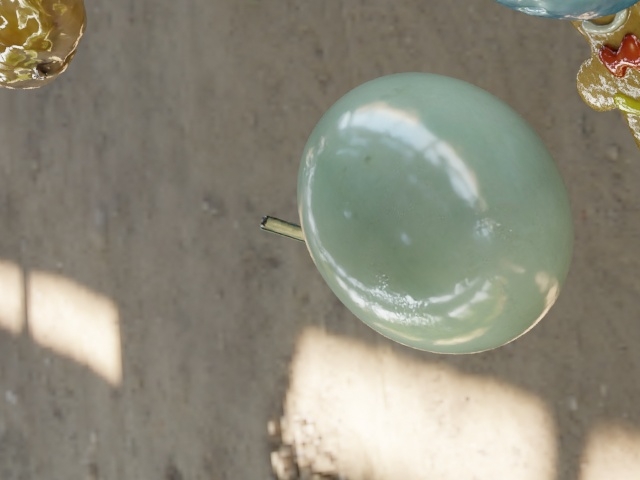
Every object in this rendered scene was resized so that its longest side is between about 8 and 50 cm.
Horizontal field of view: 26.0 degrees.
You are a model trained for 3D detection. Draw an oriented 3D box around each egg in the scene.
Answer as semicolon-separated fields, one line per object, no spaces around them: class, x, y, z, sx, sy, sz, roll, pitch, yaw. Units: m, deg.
egg;0.119;-0.033;1.486;0.389;0.276;0.276;-123;41;-53

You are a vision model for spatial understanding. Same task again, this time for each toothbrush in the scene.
toothbrush;0.005;0.001;1.901;0.028;0.294;0.026;12;87;31

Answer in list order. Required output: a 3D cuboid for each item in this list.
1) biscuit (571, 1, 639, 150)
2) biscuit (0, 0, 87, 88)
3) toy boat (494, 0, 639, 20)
biscuit;0.249;-0.120;1.044;0.240;0.035;0.158;58;153;0
biscuit;-0.411;-0.310;1.298;0.446;0.104;0.429;21;152;21
toy boat;0.097;-0.262;0.863;0.123;0.330;0.215;-11;57;51
